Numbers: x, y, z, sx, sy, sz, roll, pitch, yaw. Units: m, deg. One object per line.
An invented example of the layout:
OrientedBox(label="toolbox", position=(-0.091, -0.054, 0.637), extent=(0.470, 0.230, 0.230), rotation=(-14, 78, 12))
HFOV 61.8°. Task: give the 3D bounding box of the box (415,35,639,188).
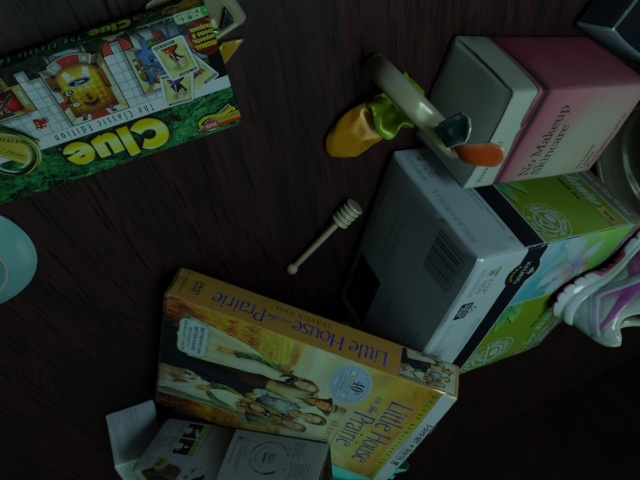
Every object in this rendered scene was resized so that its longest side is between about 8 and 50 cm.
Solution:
OrientedBox(label="box", position=(0.271, -0.171, 0.701), extent=(0.232, 0.126, 0.148), rotation=(-10, 141, -24))

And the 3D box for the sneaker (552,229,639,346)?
OrientedBox(label="sneaker", position=(0.470, 0.064, 0.770), extent=(0.252, 0.111, 0.103), rotation=(-41, 146, 9))

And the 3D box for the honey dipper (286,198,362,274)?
OrientedBox(label="honey dipper", position=(0.000, 0.000, 0.814), extent=(0.030, 0.030, 0.160), rotation=(17, 126, -45))

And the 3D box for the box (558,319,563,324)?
OrientedBox(label="box", position=(0.491, 0.144, 1.253), extent=(0.153, 0.108, 0.207), rotation=(-39, 143, 14))

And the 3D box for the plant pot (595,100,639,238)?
OrientedBox(label="plant pot", position=(0.676, -0.142, 0.861), extent=(0.280, 0.323, 0.323), rotation=(-31, 145, -6))

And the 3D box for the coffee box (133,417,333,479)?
OrientedBox(label="coffee box", position=(-0.133, 0.413, 0.882), extent=(0.297, 0.119, 0.168), rotation=(3, 118, 15))

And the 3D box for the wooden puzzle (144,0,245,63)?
OrientedBox(label="wooden puzzle", position=(-0.112, -0.209, 0.495), extent=(0.078, 0.014, 0.116), rotation=(-38, 143, 12))

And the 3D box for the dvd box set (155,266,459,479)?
OrientedBox(label="dvd box set", position=(-0.043, 0.227, 0.832), extent=(0.421, 0.062, 0.307), rotation=(20, 133, -1))

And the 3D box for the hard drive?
OrientedBox(label="hard drive", position=(0.478, -0.319, 0.721), extent=(0.255, 0.054, 0.172), rotation=(2, 134, -36))

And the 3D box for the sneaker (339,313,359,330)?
OrientedBox(label="sneaker", position=(0.115, 0.179, 1.054), extent=(0.109, 0.123, 0.295), rotation=(-56, 158, 7))

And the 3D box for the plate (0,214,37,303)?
OrientedBox(label="plate", position=(-0.413, 0.034, 0.583), extent=(0.188, 0.024, 0.188), rotation=(-18, 142, -14))

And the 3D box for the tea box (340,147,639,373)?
OrientedBox(label="tea box", position=(0.249, 0.034, 0.858), extent=(0.324, 0.220, 0.329), rotation=(-12, 141, -25))

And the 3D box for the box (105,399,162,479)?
OrientedBox(label="box", position=(-0.333, 0.368, 0.981), extent=(0.087, 0.101, 0.102), rotation=(-16, 144, -18))

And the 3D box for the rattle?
OrientedBox(label="rattle", position=(0.086, -0.108, 0.592), extent=(0.143, 0.199, 0.130), rotation=(-32, 144, 5))

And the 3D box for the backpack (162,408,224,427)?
OrientedBox(label="backpack", position=(-0.205, 0.377, 1.048), extent=(0.166, 0.144, 0.188), rotation=(-36, 137, 19))

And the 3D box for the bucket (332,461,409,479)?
OrientedBox(label="bucket", position=(0.040, 0.363, 1.090), extent=(0.183, 0.281, 0.281), rotation=(-27, 145, 8))

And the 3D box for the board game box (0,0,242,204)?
OrientedBox(label="board game box", position=(-0.213, -0.127, 0.504), extent=(0.260, 0.030, 0.136), rotation=(-21, 146, -5))
